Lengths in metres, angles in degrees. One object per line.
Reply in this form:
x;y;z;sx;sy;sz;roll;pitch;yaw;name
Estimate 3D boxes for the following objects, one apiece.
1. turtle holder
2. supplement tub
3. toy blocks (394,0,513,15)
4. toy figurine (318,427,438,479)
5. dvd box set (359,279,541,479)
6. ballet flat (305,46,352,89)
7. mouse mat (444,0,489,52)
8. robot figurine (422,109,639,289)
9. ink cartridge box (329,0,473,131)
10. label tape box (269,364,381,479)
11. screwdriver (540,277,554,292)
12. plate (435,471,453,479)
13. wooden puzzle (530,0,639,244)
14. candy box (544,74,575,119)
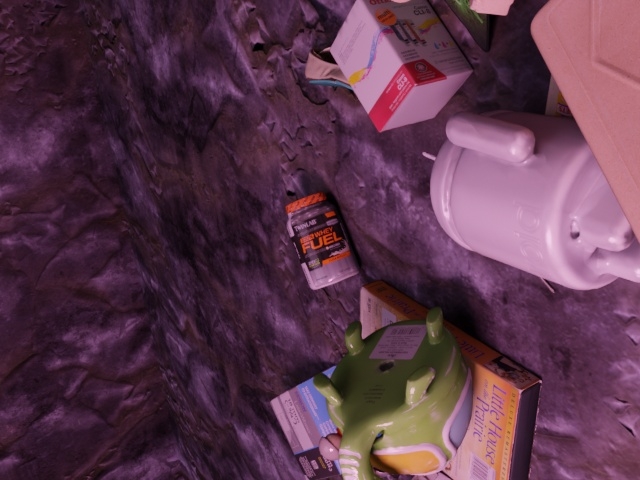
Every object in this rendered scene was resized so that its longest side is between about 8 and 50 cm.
0.142;0.284;1.135;0.320;0.243;0.227;-89;-25;-63;turtle holder
0.000;0.000;1.476;0.117;0.117;0.190;-25;87;60;supplement tub
0.198;-0.431;0.766;0.288;0.309;0.260;97;179;-48;toy blocks
0.120;0.473;1.459;0.209;0.148;0.213;54;165;-27;toy figurine
0.228;0.294;1.339;0.420;0.062;0.308;31;132;48;dvd box set
0.051;-0.312;1.254;0.248;0.086;0.086;28;130;50;ballet flat
0.186;-0.367;0.982;0.190;0.007;0.152;60;-176;19;mouse mat
0.280;-0.061;0.889;0.300;0.200;0.353;43;171;-32;robot figurine
0.123;-0.288;1.093;0.176;0.128;0.127;60;148;15;ink cartridge box
0.013;0.462;1.744;0.241;0.106;0.334;62;149;11;label tape box
0.312;0.014;1.086;0.170;0.025;0.024;49;144;16;screwdriver
0.321;0.647;1.417;0.278;0.045;0.277;20;124;54;plate
0.363;-0.160;0.591;0.348;0.080;0.322;-49;57;59;wooden puzzle
0.374;-0.174;0.855;0.206;0.027;0.105;36;141;43;candy box
